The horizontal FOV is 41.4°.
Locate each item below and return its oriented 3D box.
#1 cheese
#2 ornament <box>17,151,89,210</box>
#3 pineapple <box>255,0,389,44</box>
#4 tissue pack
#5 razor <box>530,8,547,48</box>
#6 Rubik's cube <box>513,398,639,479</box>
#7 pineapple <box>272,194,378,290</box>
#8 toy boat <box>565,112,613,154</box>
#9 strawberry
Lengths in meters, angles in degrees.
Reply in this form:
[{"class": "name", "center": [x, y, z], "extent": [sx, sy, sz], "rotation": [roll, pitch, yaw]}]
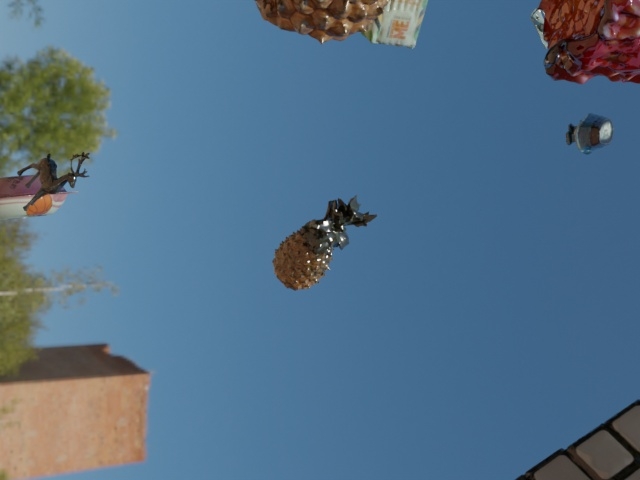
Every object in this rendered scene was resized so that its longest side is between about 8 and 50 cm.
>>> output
[{"class": "cheese", "center": [-0.568, -0.071, 1.494], "extent": [0.189, 0.286, 0.074], "rotation": [-14, 98, -76]}, {"class": "ornament", "center": [-0.375, -0.096, 1.199], "extent": [0.125, 0.028, 0.073], "rotation": [-28, -118, 20]}, {"class": "pineapple", "center": [0.015, -0.429, 1.078], "extent": [0.357, 0.223, 0.222], "rotation": [107, -28, -64]}, {"class": "tissue pack", "center": [0.142, -0.568, 1.689], "extent": [0.228, 0.128, 0.310], "rotation": [-120, -143, -55]}, {"class": "razor", "center": [0.418, -0.360, 1.387], "extent": [0.135, 0.068, 0.040], "rotation": [0, -134, 47]}, {"class": "Rubik's cube", "center": [0.473, 0.525, 1.322], "extent": [0.344, 0.337, 0.344], "rotation": [46, -28, 37]}, {"class": "pineapple", "center": [0.000, 0.000, 1.660], "extent": [0.251, 0.125, 0.125], "rotation": [-44, -127, 42]}, {"class": "toy boat", "center": [0.409, -0.165, 1.296], "extent": [0.061, 0.137, 0.060], "rotation": [0, -74, 30]}, {"class": "strawberry", "center": [0.288, -0.217, 0.688], "extent": [0.234, 0.178, 0.233], "rotation": [-163, -90, -88]}]
